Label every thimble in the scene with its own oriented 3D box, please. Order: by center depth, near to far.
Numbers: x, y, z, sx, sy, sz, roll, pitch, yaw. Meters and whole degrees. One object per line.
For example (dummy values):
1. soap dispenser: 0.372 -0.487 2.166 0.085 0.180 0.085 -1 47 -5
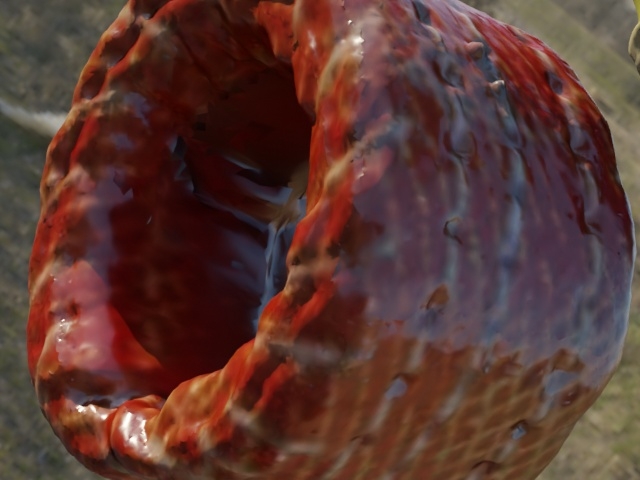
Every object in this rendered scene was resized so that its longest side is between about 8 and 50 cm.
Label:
1. thimble: 0.000 0.000 0.842 0.230 0.350 0.350 16 25 -41

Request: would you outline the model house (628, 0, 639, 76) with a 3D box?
1. model house: 0.333 -0.181 0.984 0.175 0.193 0.234 12 54 -30
